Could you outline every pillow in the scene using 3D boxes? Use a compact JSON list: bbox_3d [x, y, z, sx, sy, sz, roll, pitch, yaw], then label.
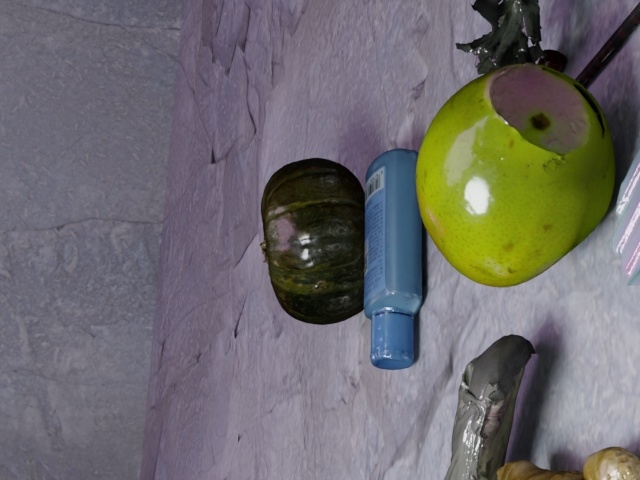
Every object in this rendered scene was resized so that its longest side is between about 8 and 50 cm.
[{"bbox_3d":[0.144,0.211,1.533,0.169,0.059,0.255,-46,-33,-69],"label":"pillow"}]

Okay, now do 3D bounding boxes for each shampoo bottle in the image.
[{"bbox_3d":[0.086,0.026,1.933,0.104,0.061,0.258,131,144,-62],"label":"shampoo bottle"}]

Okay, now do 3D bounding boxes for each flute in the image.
[{"bbox_3d":[0.247,-0.151,1.538,0.269,0.014,0.014,125,149,-58],"label":"flute"}]

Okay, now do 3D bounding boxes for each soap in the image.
[{"bbox_3d":[0.282,-0.037,1.277,0.100,0.056,0.149,-100,24,-53],"label":"soap"}]

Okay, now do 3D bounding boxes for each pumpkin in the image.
[{"bbox_3d":[0.000,0.000,2.082,0.223,0.157,0.224,173,90,-82],"label":"pumpkin"}]

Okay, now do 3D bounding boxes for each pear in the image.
[{"bbox_3d":[0.169,-0.048,1.465,0.220,0.187,0.187,112,159,-46],"label":"pear"}]

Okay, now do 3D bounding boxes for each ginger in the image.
[{"bbox_3d":[0.199,0.235,1.384,0.205,0.081,0.115,140,148,-68],"label":"ginger"}]

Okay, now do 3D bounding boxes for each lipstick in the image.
[{"bbox_3d":[0.206,-0.117,1.651,0.027,0.027,0.176,-99,21,-46],"label":"lipstick"}]

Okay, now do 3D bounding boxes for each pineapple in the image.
[{"bbox_3d":[0.199,-0.275,1.554,0.125,0.125,0.251,-127,51,-69],"label":"pineapple"}]
